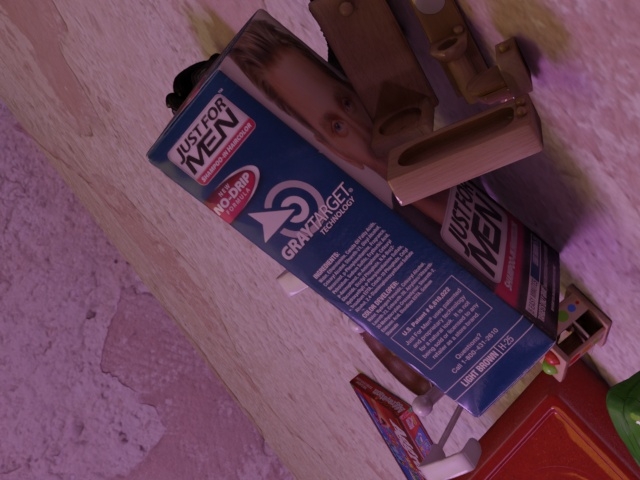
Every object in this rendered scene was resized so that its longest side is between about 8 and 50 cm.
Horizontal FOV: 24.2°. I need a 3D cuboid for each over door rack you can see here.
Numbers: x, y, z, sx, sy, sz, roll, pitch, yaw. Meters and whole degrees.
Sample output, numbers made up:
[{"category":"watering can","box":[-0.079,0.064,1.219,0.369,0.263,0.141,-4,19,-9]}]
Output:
[{"category":"over door rack","box":[0.063,0.074,1.443,0.239,0.108,0.324,53,-159,-8]}]

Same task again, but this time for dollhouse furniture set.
[{"category":"dollhouse furniture set","box":[0.076,-0.126,1.125,0.123,0.144,0.151,59,-160,-26]}]

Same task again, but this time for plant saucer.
[{"category":"plant saucer","box":[0.096,0.129,1.904,0.168,0.029,0.168,46,165,16]},{"category":"plant saucer","box":[0.239,0.284,1.446,0.258,0.259,0.047,47,-154,19]}]

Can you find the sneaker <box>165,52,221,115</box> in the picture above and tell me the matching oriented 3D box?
[{"category":"sneaker","box":[-0.120,-0.141,1.776,0.135,0.097,0.276,50,163,4]}]

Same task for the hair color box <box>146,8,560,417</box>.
[{"category":"hair color box","box":[0.038,-0.027,1.247,0.347,0.105,0.174,38,-156,-9]}]

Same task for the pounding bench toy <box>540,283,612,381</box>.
[{"category":"pounding bench toy","box":[0.220,0.093,1.366,0.052,0.065,0.083,46,165,21]}]

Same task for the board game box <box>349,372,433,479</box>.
[{"category":"board game box","box":[0.146,0.328,2.237,0.145,0.027,0.281,27,151,56]}]

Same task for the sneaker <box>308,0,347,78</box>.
[{"category":"sneaker","box":[0.024,-0.190,1.319,0.089,0.051,0.170,52,161,-1]}]

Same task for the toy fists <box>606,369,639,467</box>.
[{"category":"toy fists","box":[0.331,0.161,1.147,0.142,0.096,0.279,47,167,-24]}]
